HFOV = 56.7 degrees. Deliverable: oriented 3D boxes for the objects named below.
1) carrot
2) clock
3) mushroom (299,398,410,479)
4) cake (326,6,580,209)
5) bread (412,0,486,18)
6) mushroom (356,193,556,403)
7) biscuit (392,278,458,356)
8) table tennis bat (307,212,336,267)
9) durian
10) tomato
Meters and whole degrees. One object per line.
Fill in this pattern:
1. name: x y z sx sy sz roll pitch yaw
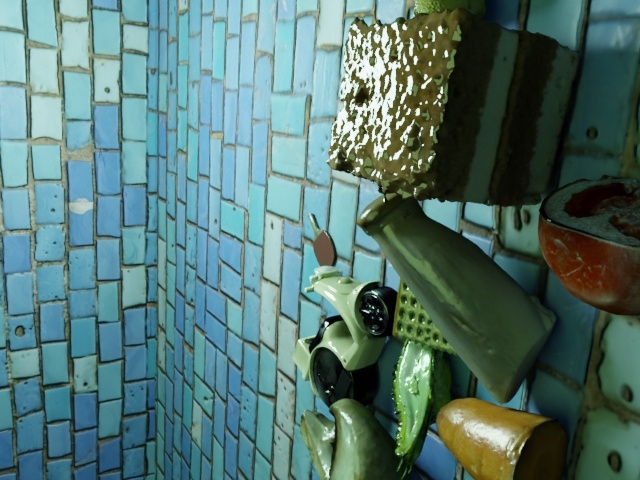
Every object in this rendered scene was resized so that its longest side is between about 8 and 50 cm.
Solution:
1. carrot: 0.280 0.331 0.989 0.225 0.159 0.159 18 109 53
2. clock: 0.051 0.215 1.366 0.276 0.120 0.379 46 131 40
3. mushroom: 0.104 0.443 1.224 0.292 0.217 0.212 41 118 60
4. cake: 0.202 -0.204 0.922 0.256 0.290 0.282 29 116 50
5. bread: 0.222 -0.401 1.016 0.156 0.125 0.086 -9 -93 -79
6. mushroom: 0.230 0.076 0.994 0.407 0.137 0.154 51 139 10
7. biscuit: 0.240 0.146 1.085 0.231 0.016 0.139 14 103 34
8. table tennis bat: 0.000 0.000 1.506 0.087 0.013 0.156 -51 55 49
9. durian: 0.189 0.289 1.149 0.132 0.107 0.375 -9 63 33
10. tomato: 0.402 0.018 0.787 0.214 0.181 0.155 41 145 56
